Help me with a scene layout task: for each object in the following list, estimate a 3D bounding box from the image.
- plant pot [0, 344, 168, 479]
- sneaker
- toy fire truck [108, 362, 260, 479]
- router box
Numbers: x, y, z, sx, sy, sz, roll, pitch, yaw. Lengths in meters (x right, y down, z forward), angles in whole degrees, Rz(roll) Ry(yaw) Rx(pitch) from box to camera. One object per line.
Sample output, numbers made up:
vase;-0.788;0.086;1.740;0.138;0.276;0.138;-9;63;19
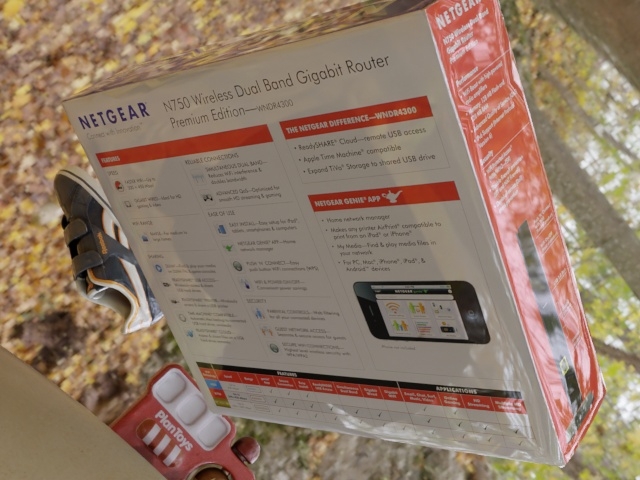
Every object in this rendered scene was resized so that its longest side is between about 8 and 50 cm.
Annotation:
plant pot;-0.190;0.235;0.577;0.256;0.274;0.256;-63;-178;4
sneaker;-0.387;0.018;1.446;0.127;0.321;0.126;-38;180;-31
toy fire truck;-0.241;0.396;1.421;0.254;0.302;0.169;-44;-173;-15
router box;0.000;0.000;0.593;0.336;0.301;0.082;-2;-152;40
